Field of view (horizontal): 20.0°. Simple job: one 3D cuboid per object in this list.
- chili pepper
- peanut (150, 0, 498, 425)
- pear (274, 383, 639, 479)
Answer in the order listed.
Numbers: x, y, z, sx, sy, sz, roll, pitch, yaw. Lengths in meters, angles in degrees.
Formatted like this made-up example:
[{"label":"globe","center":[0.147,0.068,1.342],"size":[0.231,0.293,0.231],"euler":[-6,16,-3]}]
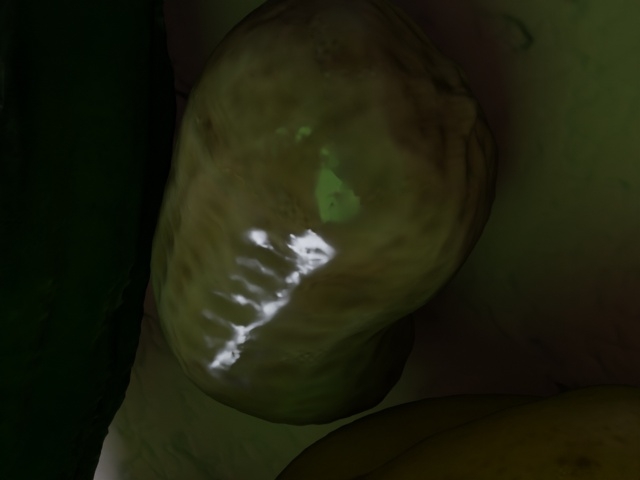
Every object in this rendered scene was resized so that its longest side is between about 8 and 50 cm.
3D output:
[{"label":"chili pepper","center":[-0.182,0.018,0.772],"size":[0.213,0.167,0.384],"euler":[14,109,-3]},{"label":"peanut","center":[0.000,0.000,0.748],"size":[0.137,0.122,0.253],"euler":[-3,144,-20]},{"label":"pear","center":[0.096,0.265,0.742],"size":[0.362,0.362,0.418],"euler":[-9,97,38]}]
